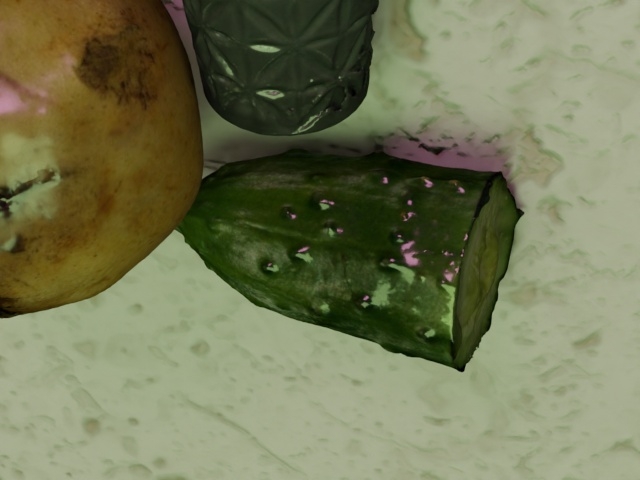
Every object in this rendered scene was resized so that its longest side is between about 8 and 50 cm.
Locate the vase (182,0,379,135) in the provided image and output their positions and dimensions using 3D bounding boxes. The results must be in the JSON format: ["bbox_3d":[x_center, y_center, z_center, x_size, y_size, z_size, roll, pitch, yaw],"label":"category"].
[{"bbox_3d":[-0.012,-0.200,0.758,0.251,0.156,0.301,-7,136,-6],"label":"vase"}]

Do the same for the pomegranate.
[{"bbox_3d":[-0.195,-0.080,0.853,0.260,0.260,0.260,11,131,13],"label":"pomegranate"}]

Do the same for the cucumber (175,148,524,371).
[{"bbox_3d":[0.001,0.000,0.925,0.244,0.134,0.134,12,131,16],"label":"cucumber"}]
